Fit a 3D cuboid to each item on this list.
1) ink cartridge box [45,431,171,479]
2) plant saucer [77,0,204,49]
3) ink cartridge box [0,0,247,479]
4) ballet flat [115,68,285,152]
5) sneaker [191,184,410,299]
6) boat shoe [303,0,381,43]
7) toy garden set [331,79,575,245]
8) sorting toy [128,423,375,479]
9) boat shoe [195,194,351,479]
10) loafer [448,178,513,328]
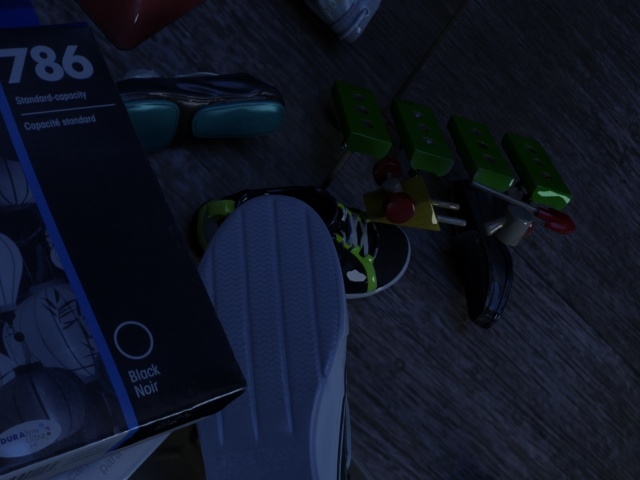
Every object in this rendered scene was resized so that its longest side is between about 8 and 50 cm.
[{"bbox_3d":[-0.260,0.070,0.578,0.307,0.129,0.223,46,51,-2],"label":"ink cartridge box"},{"bbox_3d":[-0.178,-0.343,0.886,0.258,0.048,0.259,50,52,-7],"label":"plant saucer"},{"bbox_3d":[-0.184,-0.029,0.557,0.165,0.065,0.332,-16,72,-39],"label":"ink cartridge box"},{"bbox_3d":[-0.129,-0.117,0.817,0.203,0.074,0.074,-10,76,-31],"label":"ballet flat"},{"bbox_3d":[0.000,0.000,0.831,0.235,0.097,0.084,5,69,-34],"label":"sneaker"},{"bbox_3d":[0.081,-0.341,1.027,0.103,0.118,0.320,49,55,-16],"label":"boat shoe"},{"bbox_3d":[0.131,-0.057,0.916,0.244,0.049,0.203,14,33,-19],"label":"toy garden set"},{"bbox_3d":[-0.097,0.179,0.730,0.229,0.041,0.307,-36,87,-39],"label":"sorting toy"},{"bbox_3d":[-0.038,0.136,0.694,0.121,0.119,0.335,-1,70,3],"label":"boat shoe"},{"bbox_3d":[0.157,0.011,0.966,0.061,0.062,0.170,19,51,-20],"label":"loafer"}]
